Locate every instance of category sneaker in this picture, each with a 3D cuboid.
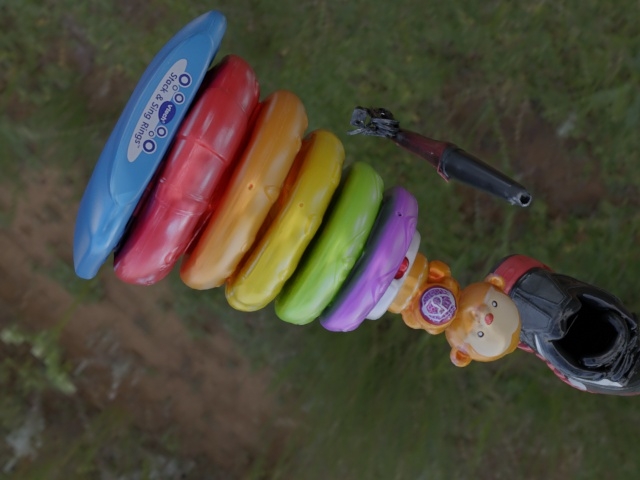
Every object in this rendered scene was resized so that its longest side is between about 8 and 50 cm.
[{"bbox_3d":[0.291,0.109,1.636,0.276,0.097,0.135,32,177,-38],"label":"sneaker"}]

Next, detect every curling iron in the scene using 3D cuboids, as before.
[{"bbox_3d":[0.112,-0.078,1.483,0.274,0.068,0.035,34,114,51],"label":"curling iron"}]

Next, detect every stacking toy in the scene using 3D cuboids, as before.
[{"bbox_3d":[0.000,0.000,1.005,0.302,0.175,0.166,28,164,-8],"label":"stacking toy"}]
